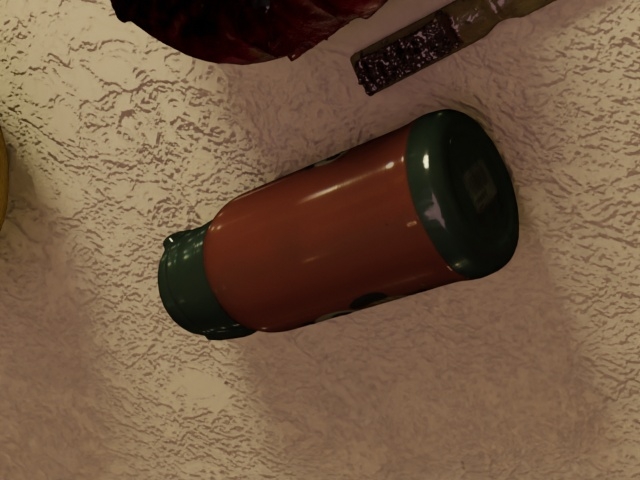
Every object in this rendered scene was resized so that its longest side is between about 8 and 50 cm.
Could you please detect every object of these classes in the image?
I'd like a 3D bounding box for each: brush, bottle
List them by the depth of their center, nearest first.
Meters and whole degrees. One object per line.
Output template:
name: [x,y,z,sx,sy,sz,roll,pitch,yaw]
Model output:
brush: [0.127,-0.183,1.030,0.248,0.036,0.043,-23,104,32]
bottle: [0.000,0.000,1.115,0.336,0.144,0.144,-18,103,34]

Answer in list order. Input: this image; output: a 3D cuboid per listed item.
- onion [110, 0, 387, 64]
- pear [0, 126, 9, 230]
onion: [-0.075,-0.281,0.967,0.313,0.232,0.314,11,117,21]
pear: [-0.459,-0.062,1.225,0.314,0.314,0.314,10,116,22]
